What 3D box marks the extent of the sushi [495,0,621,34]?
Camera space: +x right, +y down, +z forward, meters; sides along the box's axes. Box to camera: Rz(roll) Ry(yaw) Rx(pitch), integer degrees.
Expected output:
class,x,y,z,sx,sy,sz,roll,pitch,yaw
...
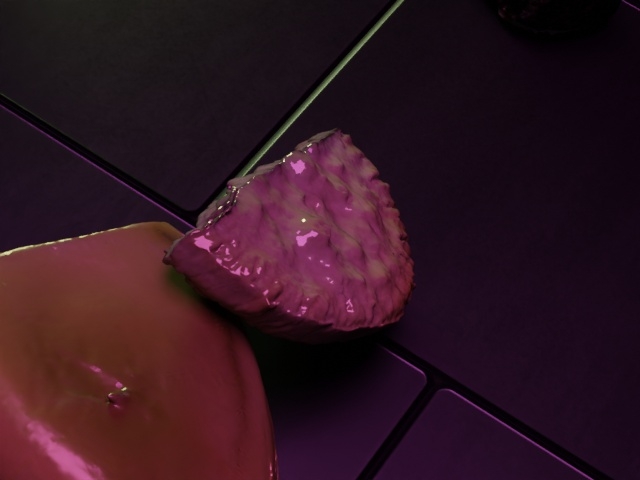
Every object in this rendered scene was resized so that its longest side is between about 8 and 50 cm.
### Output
class,x,y,z,sx,sy,sz,roll,pitch,yaw
sushi,0.208,-0.306,1.723,0.136,0.126,0.225,-25,57,-24

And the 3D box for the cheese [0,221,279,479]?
class,x,y,z,sx,sy,sz,roll,pitch,yaw
cheese,-0.155,0.131,1.330,0.260,0.128,0.316,-14,60,-22

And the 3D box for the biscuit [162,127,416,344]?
class,x,y,z,sx,sy,sz,roll,pitch,yaw
biscuit,0.000,0.000,1.438,0.179,0.084,0.281,42,30,-1
